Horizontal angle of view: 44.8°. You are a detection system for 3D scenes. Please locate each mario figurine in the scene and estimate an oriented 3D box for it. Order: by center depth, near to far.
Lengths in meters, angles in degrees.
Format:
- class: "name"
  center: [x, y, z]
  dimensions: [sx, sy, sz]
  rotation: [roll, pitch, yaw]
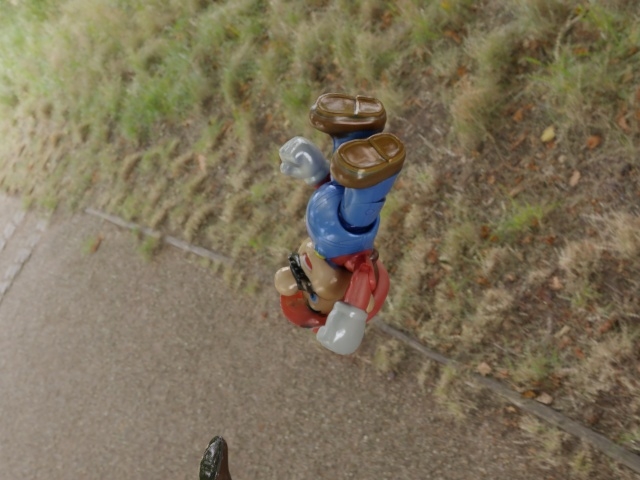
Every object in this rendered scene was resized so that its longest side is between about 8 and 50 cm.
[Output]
- class: "mario figurine"
  center: [0.000, 0.000, 0.898]
  dimensions: [0.170, 0.321, 0.198]
  rotation: [17, 45, 11]

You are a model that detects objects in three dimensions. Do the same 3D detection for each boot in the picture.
- class: "boot"
  center: [-0.072, 0.259, 0.813]
  dimensions: [0.037, 0.114, 0.107]
  rotation: [7, 85, 56]
